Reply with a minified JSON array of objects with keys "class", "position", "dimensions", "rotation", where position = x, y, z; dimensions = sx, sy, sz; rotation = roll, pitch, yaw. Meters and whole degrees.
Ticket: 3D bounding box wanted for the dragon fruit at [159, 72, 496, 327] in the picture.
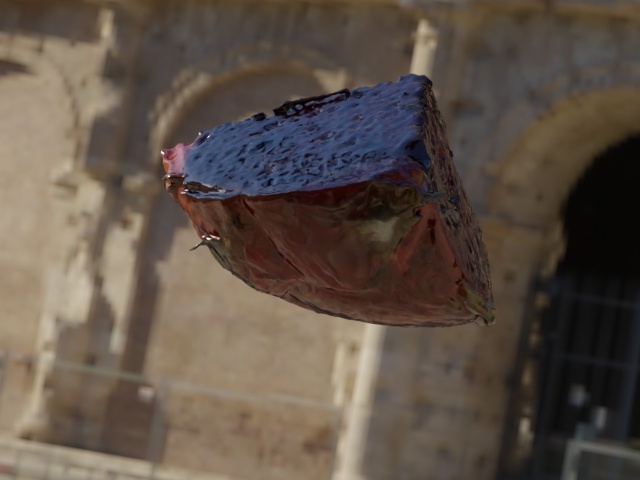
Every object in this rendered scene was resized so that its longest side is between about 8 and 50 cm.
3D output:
[{"class":"dragon fruit","position":[0.001,0.002,0.939],"dimensions":[0.161,0.120,0.127],"rotation":[-10,25,18]}]
